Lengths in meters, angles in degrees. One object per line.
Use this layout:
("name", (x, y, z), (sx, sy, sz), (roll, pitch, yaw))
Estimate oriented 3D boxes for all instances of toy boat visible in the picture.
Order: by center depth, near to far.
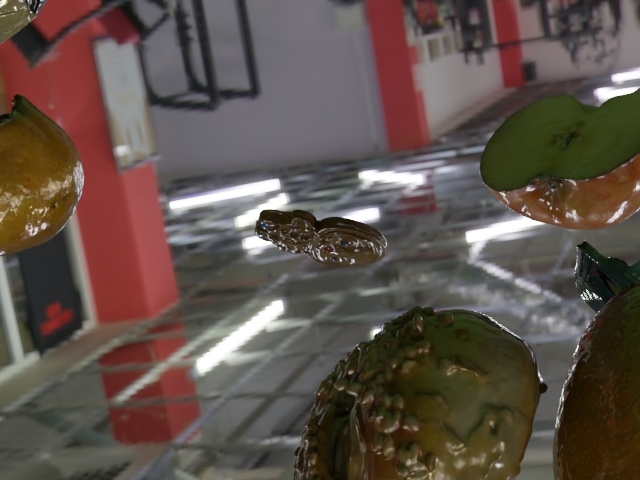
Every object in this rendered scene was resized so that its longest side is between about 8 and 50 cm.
("toy boat", (0.468, 0.095, 1.707), (0.296, 0.122, 0.114), (46, -172, 29))

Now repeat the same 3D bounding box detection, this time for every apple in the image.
("apple", (0.418, -0.106, 1.933), (0.293, 0.163, 0.251), (1, -135, 44))

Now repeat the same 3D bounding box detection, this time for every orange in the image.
("orange", (-0.286, -0.057, 1.069), (0.157, 0.134, 0.156), (2, -145, -2))
("orange", (0.384, 0.193, 1.199), (0.322, 0.322, 0.357), (-6, -137, 19))

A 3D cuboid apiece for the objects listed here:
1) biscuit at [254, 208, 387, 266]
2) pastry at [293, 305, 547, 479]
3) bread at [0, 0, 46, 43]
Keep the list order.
("biscuit", (0.000, 0.000, 1.600), (0.175, 0.026, 0.124), (13, 155, -7))
("pastry", (0.079, 0.192, 1.239), (0.315, 0.184, 0.284), (-51, -172, 51))
("bread", (-0.369, -0.238, 1.220), (0.212, 0.142, 0.224), (-23, -155, 10))
